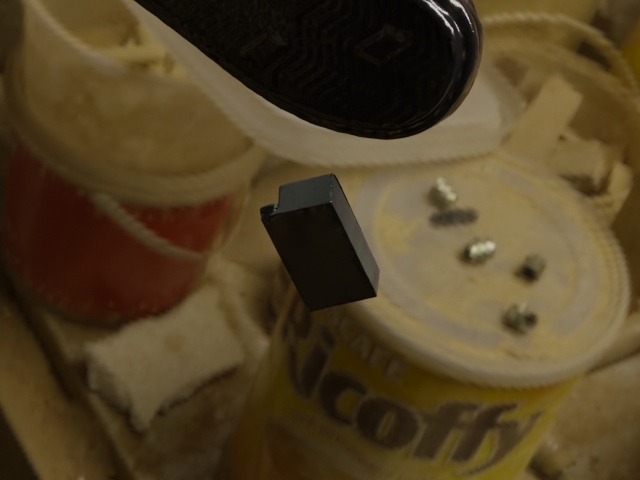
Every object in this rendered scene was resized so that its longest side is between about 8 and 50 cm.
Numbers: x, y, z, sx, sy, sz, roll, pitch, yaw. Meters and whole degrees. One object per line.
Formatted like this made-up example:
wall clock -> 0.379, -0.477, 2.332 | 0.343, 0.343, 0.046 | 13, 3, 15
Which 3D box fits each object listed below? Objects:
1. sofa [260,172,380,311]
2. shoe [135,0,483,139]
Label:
sofa -> 0.000, 0.000, 1.677 | 0.085, 0.147, 0.060 | -15, 39, 16
shoe -> -0.005, -0.223, 1.366 | 0.384, 0.171, 0.237 | 31, 23, 21
